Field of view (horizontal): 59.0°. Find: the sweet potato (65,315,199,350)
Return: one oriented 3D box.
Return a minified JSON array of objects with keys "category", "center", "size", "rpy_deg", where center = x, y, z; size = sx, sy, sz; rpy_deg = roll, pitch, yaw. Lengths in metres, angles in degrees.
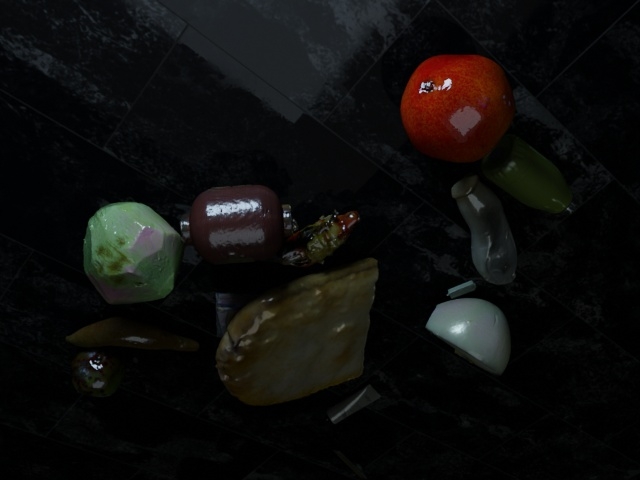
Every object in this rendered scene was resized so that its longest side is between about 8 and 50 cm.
[{"category":"sweet potato","center":[-0.490,0.249,1.494],"size":[0.346,0.079,0.108],"rpy_deg":[9,153,-15]}]

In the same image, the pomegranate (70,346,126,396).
[{"category":"pomegranate","center":[-0.600,0.353,1.528],"size":[0.148,0.149,0.169],"rpy_deg":[20,155,-21]}]

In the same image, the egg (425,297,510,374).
[{"category":"egg","center":[0.434,0.248,1.542],"size":[0.271,0.206,0.162],"rpy_deg":[36,83,-38]}]

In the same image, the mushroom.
[{"category":"mushroom","center":[0.410,-0.021,1.393],"size":[0.109,0.097,0.351],"rpy_deg":[-23,122,7]}]

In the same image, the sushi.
[{"category":"sushi","center":[0.001,0.000,1.356],"size":[0.226,0.103,0.097],"rpy_deg":[-28,98,17]}]

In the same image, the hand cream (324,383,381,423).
[{"category":"hand cream","center":[0.095,0.518,1.783],"size":[0.186,0.054,0.087],"rpy_deg":[-32,129,8]}]

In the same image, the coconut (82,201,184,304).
[{"category":"coconut","center":[-0.408,0.038,1.246],"size":[0.235,0.236,0.204],"rpy_deg":[-16,165,5]}]

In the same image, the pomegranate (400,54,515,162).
[{"category":"pomegranate","center":[0.281,-0.258,1.126],"size":[0.256,0.221,0.221],"rpy_deg":[-1,133,-42]}]

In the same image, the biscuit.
[{"category":"biscuit","center":[-0.058,0.267,1.491],"size":[0.446,0.104,0.429],"rpy_deg":[-17,133,-18]}]

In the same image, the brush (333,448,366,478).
[{"category":"brush","center":[0.108,0.780,1.993],"size":[0.034,0.027,0.190],"rpy_deg":[-6,132,45]}]

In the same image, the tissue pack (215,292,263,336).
[{"category":"tissue pack","center":[-0.198,0.196,1.492],"size":[0.155,0.065,0.116],"rpy_deg":[1,128,-7]}]

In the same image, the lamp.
[{"category":"lamp","center":[-0.180,-0.036,1.263],"size":[0.258,0.180,0.180],"rpy_deg":[-5,127,-7]}]

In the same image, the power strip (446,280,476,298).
[{"category":"power strip","center":[0.385,0.135,1.549],"size":[0.083,0.017,0.027],"rpy_deg":[-22,125,9]}]

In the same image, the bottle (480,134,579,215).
[{"category":"bottle","center":[0.491,-0.137,1.300],"size":[0.260,0.112,0.112],"rpy_deg":[28,119,-25]}]
